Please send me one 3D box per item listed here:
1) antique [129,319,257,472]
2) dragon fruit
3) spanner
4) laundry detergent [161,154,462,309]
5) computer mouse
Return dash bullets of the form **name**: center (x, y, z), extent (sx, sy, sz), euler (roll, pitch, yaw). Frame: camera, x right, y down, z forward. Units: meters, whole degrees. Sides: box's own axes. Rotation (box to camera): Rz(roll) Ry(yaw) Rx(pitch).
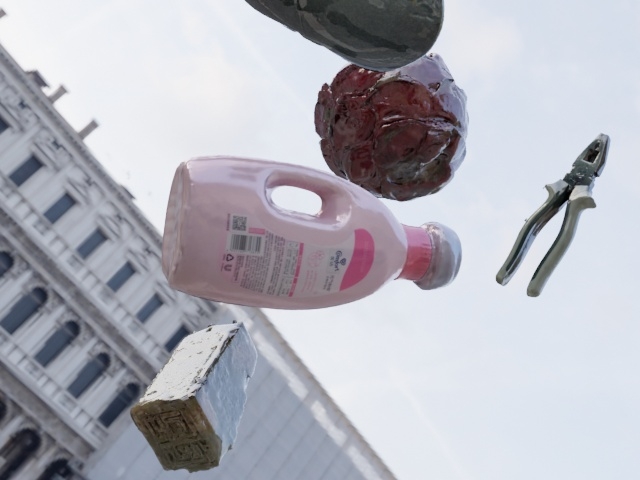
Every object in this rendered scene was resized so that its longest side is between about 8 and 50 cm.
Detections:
- **antique**: center (-0.199, 0.242, 1.308), extent (0.125, 0.284, 0.150), euler (-13, -64, 18)
- **dragon fruit**: center (0.146, -0.229, 1.524), extent (0.329, 0.329, 0.329), euler (30, -28, 18)
- **spanner**: center (0.412, -0.049, 1.319), extent (0.095, 0.325, 0.040), euler (25, -13, 41)
- **laundry detergent**: center (0.000, 0.000, 0.847), extent (0.335, 0.159, 0.088), euler (7, 3, -24)
- **computer mouse**: center (-0.022, -0.334, 0.951), extent (0.379, 0.090, 0.167), euler (29, -66, 16)
